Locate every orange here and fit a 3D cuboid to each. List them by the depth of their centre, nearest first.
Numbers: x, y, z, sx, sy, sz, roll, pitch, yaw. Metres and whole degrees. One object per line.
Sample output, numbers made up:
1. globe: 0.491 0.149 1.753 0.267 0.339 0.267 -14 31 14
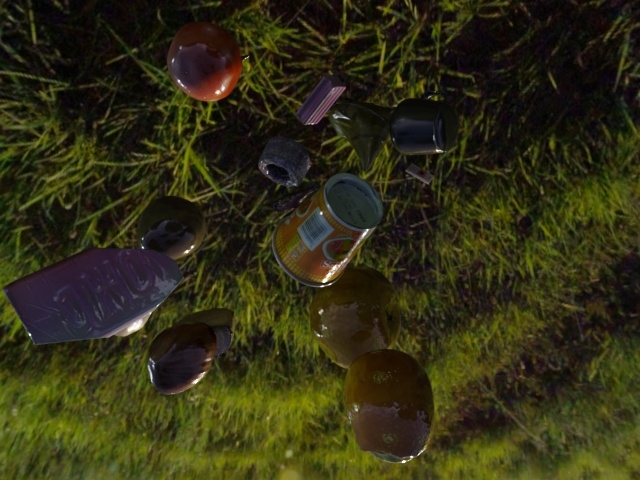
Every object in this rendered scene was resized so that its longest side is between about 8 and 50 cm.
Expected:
1. orange: 0.135 0.309 0.927 0.179 0.237 0.158 1 113 3
2. orange: 0.093 0.206 1.249 0.235 0.279 0.279 -3 144 30

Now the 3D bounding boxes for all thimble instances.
1. thimble: -0.108 -0.237 1.386 0.150 0.098 0.150 21 160 8

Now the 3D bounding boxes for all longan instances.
1. longan: -0.562 -0.041 1.735 0.258 0.258 0.258 4 143 3

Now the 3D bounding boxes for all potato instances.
1. potato: -0.339 0.293 1.460 0.243 0.098 0.138 -6 118 28

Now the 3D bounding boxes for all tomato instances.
1. tomato: -0.389 -0.602 1.552 0.255 0.224 0.256 13 128 17

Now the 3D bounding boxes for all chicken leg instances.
1. chicken leg: -0.065 -0.106 1.157 0.145 0.062 0.037 -19 115 32

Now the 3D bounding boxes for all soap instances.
1. soap: -0.483 0.110 1.017 0.109 0.324 0.193 -9 108 53
2. soap: 0.001 -0.553 1.815 0.065 0.122 0.203 48 121 7

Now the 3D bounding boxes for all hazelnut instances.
1. hazelnut: -0.405 0.322 1.310 0.210 0.186 0.210 -13 118 -25

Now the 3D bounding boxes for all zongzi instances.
1. zongzi: 0.109 -0.362 1.579 0.250 0.274 0.125 19 155 24

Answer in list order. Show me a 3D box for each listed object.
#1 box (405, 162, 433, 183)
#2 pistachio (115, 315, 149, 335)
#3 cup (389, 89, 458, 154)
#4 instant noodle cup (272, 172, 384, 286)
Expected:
1. box: 0.315 -0.213 1.459 0.083 0.046 0.012 33 136 10
2. pistachio: -0.694 0.188 1.509 0.226 0.208 0.332 -33 131 -1
3. cup: 0.321 -0.361 1.375 0.176 0.223 0.169 12 160 41
4. instant noodle cup: 0.019 -0.027 0.841 0.168 0.168 0.185 21 143 -18
